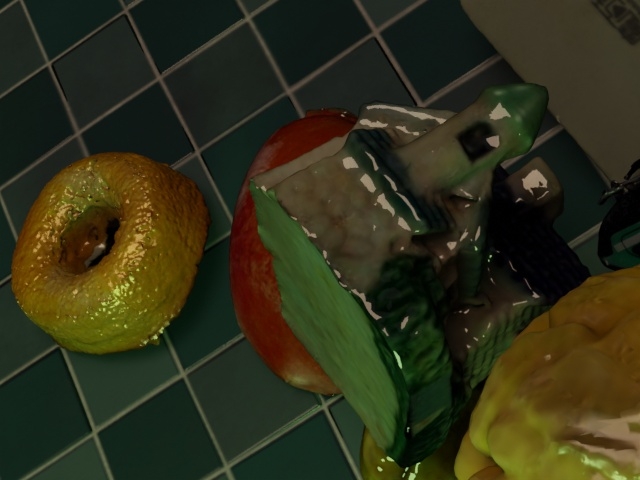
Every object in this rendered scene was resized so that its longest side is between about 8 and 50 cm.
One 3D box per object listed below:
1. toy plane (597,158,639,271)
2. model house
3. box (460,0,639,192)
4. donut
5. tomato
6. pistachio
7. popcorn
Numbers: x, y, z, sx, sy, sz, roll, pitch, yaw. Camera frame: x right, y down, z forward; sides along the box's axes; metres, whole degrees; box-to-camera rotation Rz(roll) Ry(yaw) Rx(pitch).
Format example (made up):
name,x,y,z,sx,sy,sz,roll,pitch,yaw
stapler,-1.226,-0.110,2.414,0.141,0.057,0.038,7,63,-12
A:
name,x,y,z,sx,sy,sz,roll,pitch,yaw
toy plane,0.394,-0.032,1.473,0.381,0.106,0.155,-26,96,30
model house,0.112,0.007,1.449,0.284,0.298,0.243,-36,68,-14
box,0.349,-0.261,1.597,0.373,0.090,0.367,-51,59,28
donut,-0.241,0.013,1.832,0.253,0.118,0.253,-20,56,33
tomato,0.000,-0.005,1.683,0.309,0.170,0.309,-11,61,21
pistachio,0.102,0.174,1.589,0.189,0.110,0.100,-59,25,-8
popcorn,0.297,0.191,1.343,0.344,0.354,0.390,16,78,42
